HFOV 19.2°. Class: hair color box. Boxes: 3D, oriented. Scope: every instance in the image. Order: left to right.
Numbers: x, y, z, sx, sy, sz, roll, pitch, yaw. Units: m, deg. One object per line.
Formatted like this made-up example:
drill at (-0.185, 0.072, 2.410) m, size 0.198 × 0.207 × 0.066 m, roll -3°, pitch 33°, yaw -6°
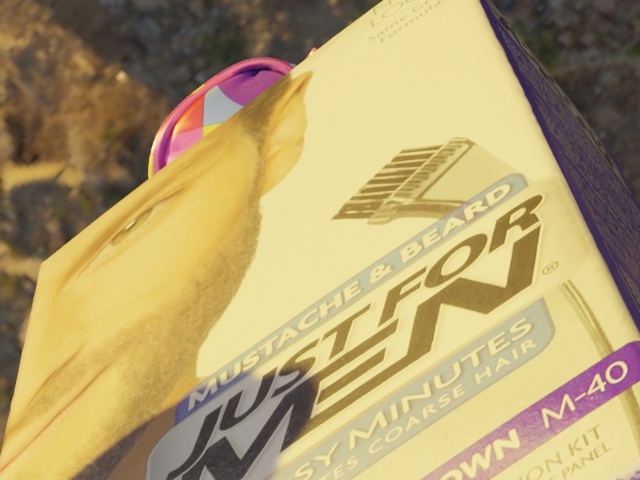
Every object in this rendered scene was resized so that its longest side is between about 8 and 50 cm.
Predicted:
hair color box at (0.010, 0.055, 0.500) m, size 0.185 × 0.339 × 0.110 m, roll -36°, pitch 108°, yaw 11°

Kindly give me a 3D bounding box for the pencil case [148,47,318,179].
pencil case at (0.000, 0.000, 0.929) m, size 0.104 × 0.104 × 0.236 m, roll 18°, pitch 163°, yaw 21°
